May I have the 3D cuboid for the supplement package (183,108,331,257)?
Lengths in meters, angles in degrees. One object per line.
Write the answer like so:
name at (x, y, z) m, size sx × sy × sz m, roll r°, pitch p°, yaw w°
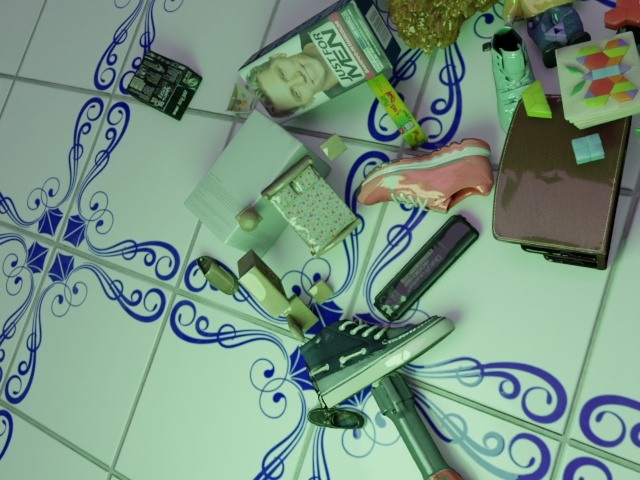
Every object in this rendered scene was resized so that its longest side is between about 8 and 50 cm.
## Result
supplement package at (-0.150, -0.134, 1.379) m, size 0.177 × 0.175 × 0.293 m, roll 41°, pitch 96°, yaw 28°

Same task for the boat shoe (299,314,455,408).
boat shoe at (0.105, 0.215, 1.202) m, size 0.341 × 0.127 × 0.158 m, roll -35°, pitch 71°, yaw 15°

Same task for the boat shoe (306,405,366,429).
boat shoe at (0.030, 0.392, 1.245) m, size 0.142 × 0.040 × 0.049 m, roll -3°, pitch 76°, yaw 24°

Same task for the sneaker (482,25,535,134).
sneaker at (0.407, -0.322, 1.184) m, size 0.094 × 0.151 × 0.255 m, roll -18°, pitch 72°, yaw 18°

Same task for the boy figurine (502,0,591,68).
boy figurine at (0.479, -0.521, 1.234) m, size 0.177 × 0.092 × 0.285 m, roll -23°, pitch 68°, yaw 19°

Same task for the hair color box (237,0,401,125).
hair color box at (-0.007, -0.423, 1.330) m, size 0.347 × 0.173 × 0.105 m, roll -18°, pitch 32°, yaw 36°

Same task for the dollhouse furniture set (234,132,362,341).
dollhouse furniture set at (0.000, 0.000, 1.223) m, size 0.356 × 0.174 × 0.303 m, roll -41°, pitch 107°, yaw 1°

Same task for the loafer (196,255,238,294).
loafer at (-0.271, 0.089, 1.451) m, size 0.148 × 0.050 × 0.056 m, roll 35°, pitch 93°, yaw 27°

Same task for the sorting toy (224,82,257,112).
sorting toy at (-0.211, -0.379, 1.545) m, size 0.075 × 0.045 × 0.083 m, roll 16°, pitch 84°, yaw 20°

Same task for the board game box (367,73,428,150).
board game box at (0.178, -0.304, 1.318) m, size 0.043 × 0.092 × 0.181 m, roll -34°, pitch 66°, yaw 12°

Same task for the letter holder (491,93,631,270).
letter holder at (0.470, -0.116, 1.109) m, size 0.215 × 0.152 × 0.301 m, roll 10°, pitch 82°, yaw 28°

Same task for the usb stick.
usb stick at (0.230, 0.061, 1.233) m, size 0.278 × 0.045 × 0.077 m, roll -48°, pitch 71°, yaw 7°

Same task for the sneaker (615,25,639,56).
sneaker at (0.724, -0.460, 1.089) m, size 0.302 × 0.121 × 0.108 m, roll -32°, pitch 67°, yaw 15°

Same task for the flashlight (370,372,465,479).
flashlight at (0.207, 0.421, 1.131) m, size 0.103 × 0.103 × 0.304 m, roll -52°, pitch 55°, yaw 35°

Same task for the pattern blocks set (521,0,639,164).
pattern blocks set at (0.519, -0.300, 1.036) m, size 0.286 × 0.026 × 0.324 m, roll -22°, pitch 59°, yaw 16°

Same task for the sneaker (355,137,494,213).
sneaker at (0.226, -0.115, 1.238) m, size 0.314 × 0.116 × 0.136 m, roll -17°, pitch 72°, yaw 20°

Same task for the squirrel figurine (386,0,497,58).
squirrel figurine at (0.215, -0.630, 1.265) m, size 0.371 × 0.281 × 0.396 m, roll -18°, pitch 79°, yaw 11°

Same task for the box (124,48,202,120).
box at (-0.460, -0.456, 1.654) m, size 0.180 × 0.077 × 0.147 m, roll 28°, pitch 90°, yaw 28°
